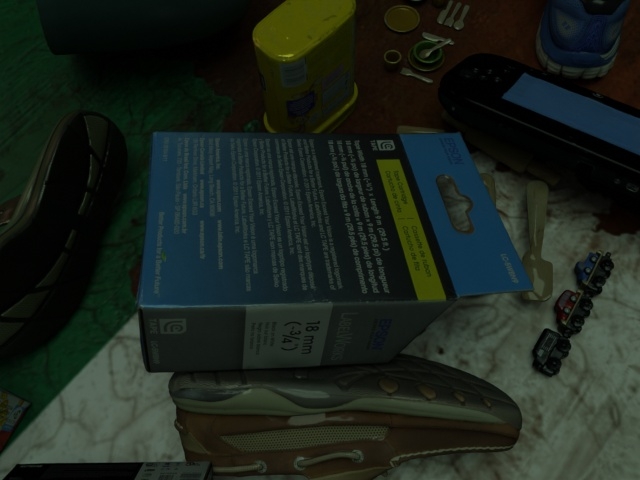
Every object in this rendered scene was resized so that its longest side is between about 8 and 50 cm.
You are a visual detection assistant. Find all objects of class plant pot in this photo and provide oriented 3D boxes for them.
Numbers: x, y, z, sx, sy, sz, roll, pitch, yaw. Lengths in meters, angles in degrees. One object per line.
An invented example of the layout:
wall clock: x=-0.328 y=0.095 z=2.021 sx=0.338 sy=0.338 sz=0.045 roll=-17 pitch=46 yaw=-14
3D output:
plant pot: x=-0.205 y=-0.370 z=0.774 sx=0.235 sy=0.293 sz=0.293 roll=-2 pitch=65 yaw=-14

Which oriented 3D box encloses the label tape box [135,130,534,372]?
label tape box: x=0.000 y=0.000 z=0.638 sx=0.334 sy=0.106 sz=0.240 roll=-1 pitch=45 yaw=-9

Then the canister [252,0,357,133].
canister: x=-0.013 y=-0.194 z=0.737 sx=0.073 sy=0.170 sz=0.126 roll=42 pitch=73 yaw=18

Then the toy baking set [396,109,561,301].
toy baking set: x=0.175 y=-0.043 z=0.741 sx=0.256 sy=0.030 sz=0.197 roll=33 pitch=76 yaw=21

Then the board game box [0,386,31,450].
board game box: x=-0.422 y=0.230 z=0.574 sx=0.142 sy=0.144 sz=0.275 roll=23 pitch=69 yaw=12

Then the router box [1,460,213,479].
router box: x=-0.184 y=0.266 z=0.567 sx=0.179 sy=0.046 sz=0.133 roll=-1 pitch=100 yaw=2

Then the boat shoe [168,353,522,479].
boat shoe: x=0.020 y=0.175 z=0.609 sx=0.324 sy=0.123 sz=0.116 roll=3 pitch=98 yaw=7

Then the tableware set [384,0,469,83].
tableware set: x=0.130 y=-0.283 z=0.853 sx=0.104 sy=0.024 sz=0.154 roll=23 pitch=69 yaw=13

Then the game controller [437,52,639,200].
game controller: x=0.294 y=-0.131 z=0.726 sx=0.319 sy=0.067 sz=0.166 roll=28 pitch=49 yaw=17

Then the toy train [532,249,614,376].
toy train: x=0.267 y=0.073 z=0.685 sx=0.036 sy=0.027 sz=0.158 roll=27 pitch=69 yaw=25

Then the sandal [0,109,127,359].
sandal: x=-0.310 y=-0.007 z=0.711 sx=0.086 sy=0.120 sz=0.303 roll=2 pitch=60 yaw=34

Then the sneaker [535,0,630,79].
sneaker: x=0.346 y=-0.374 z=0.820 sx=0.130 sy=0.147 sz=0.330 roll=3 pitch=65 yaw=4
